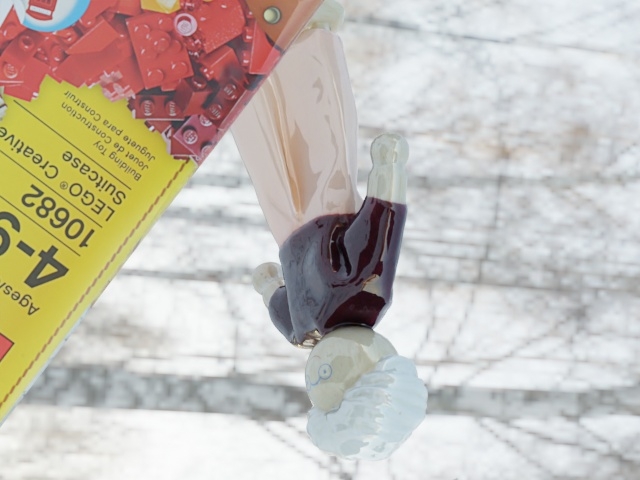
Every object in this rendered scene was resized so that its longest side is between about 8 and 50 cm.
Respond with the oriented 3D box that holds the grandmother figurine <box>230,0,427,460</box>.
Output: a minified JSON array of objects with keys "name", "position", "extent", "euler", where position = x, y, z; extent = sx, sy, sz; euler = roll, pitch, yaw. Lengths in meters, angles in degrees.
[{"name":"grandmother figurine","position":[0.000,0.000,1.247],"extent":[0.208,0.104,0.342],"euler":[123,-41,-56]}]

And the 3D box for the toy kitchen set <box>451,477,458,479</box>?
[{"name":"toy kitchen set","position":[0.080,0.224,1.198],"extent":[0.083,0.075,0.068],"euler":[63,12,1]}]

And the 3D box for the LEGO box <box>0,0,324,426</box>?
[{"name":"LEGO box","position":[-0.299,-0.142,0.829],"extent":[0.372,0.500,0.193],"euler":[-53,-171,-4]}]
